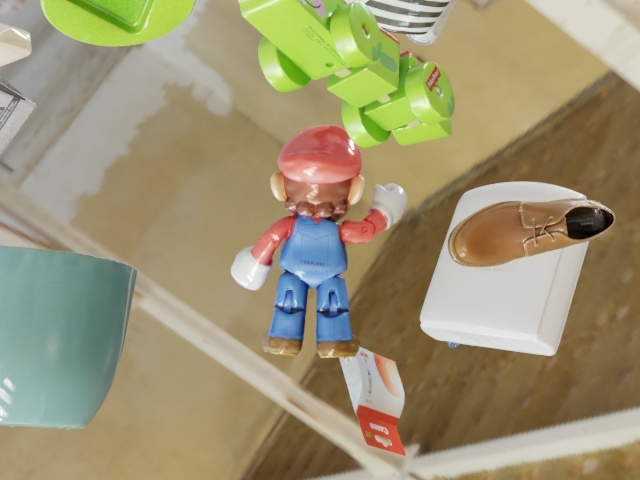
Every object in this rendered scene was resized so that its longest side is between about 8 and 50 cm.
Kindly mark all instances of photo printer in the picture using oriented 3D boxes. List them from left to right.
[{"bbox_3d":[0.332,0.037,1.940,0.256,0.107,0.307,6,-114,39],"label":"photo printer"}]

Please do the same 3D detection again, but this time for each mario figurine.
[{"bbox_3d":[0.000,0.000,1.530,0.170,0.198,0.320,-1,-97,54],"label":"mario figurine"}]

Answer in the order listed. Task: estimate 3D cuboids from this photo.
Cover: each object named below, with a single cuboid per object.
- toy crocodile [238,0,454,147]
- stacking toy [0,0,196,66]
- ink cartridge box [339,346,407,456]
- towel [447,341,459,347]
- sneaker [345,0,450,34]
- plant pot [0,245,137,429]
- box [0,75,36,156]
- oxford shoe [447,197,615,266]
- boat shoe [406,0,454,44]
[{"bbox_3d":[0.040,-0.191,1.177,0.115,0.340,0.105,-18,-124,36],"label":"toy crocodile"},{"bbox_3d":[-0.250,-0.274,0.898,0.279,0.309,0.130,67,11,-65],"label":"stacking toy"},{"bbox_3d":[0.106,0.283,1.954,0.045,0.145,0.179,-33,-124,21],"label":"ink cartridge box"},{"bbox_3d":[0.273,0.166,2.365,0.067,0.029,0.119,110,-31,-55],"label":"towel"},{"bbox_3d":[0.049,-0.500,1.798,0.169,0.447,0.257,-10,142,-45],"label":"sneaker"},{"bbox_3d":[-0.417,0.149,1.584,0.293,0.293,0.235,148,-55,-70],"label":"plant pot"},{"bbox_3d":[-0.552,-0.149,1.561,0.247,0.142,0.163,-53,153,2],"label":"box"},{"bbox_3d":[0.258,-0.015,1.345,0.212,0.076,0.076,-14,-175,-13],"label":"oxford shoe"},{"bbox_3d":[0.217,-0.483,1.987,0.088,0.096,0.267,115,-1,-72],"label":"boat shoe"}]
